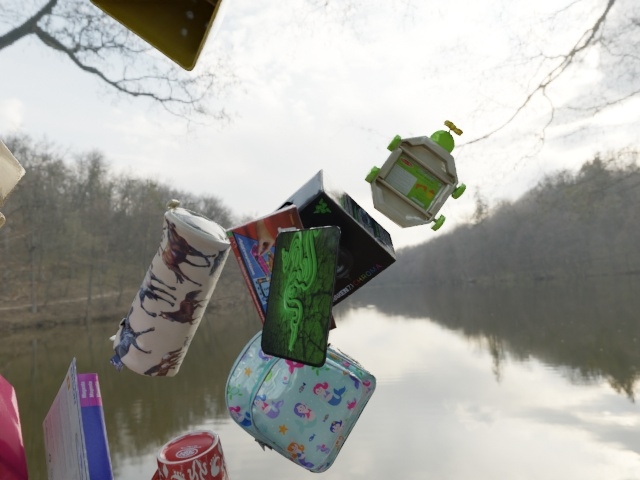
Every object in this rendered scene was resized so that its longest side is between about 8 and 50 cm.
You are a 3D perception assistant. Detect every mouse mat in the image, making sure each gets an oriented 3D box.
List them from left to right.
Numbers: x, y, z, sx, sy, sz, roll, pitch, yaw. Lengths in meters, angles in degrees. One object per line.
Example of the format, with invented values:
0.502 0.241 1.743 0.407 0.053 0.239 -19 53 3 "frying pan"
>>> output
-0.032 0.075 0.670 0.007 0.189 0.153 16 -13 -38 "mouse mat"

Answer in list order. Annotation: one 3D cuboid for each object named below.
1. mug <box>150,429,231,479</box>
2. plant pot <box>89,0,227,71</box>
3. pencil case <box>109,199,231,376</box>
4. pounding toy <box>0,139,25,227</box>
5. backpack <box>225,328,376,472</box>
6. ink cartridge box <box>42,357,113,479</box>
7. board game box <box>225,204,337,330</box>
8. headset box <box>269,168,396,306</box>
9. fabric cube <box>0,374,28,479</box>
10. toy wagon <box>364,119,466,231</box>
-0.195 0.386 0.692 0.150 0.169 0.113 -12 7 -22 "mug"
-0.240 -0.473 0.826 0.212 0.187 0.212 35 -45 -10 "plant pot"
-0.349 0.118 1.096 0.184 0.410 0.160 25 14 -5 "pencil case"
-0.456 -0.059 0.546 0.181 0.094 0.206 -4 -43 8 "pounding toy"
-0.048 0.283 0.885 0.253 0.225 0.191 32 -9 7 "backpack"
-0.418 0.420 0.835 0.071 0.324 0.330 2 -37 -40 "ink cartridge box"
-0.074 0.083 0.955 0.145 0.281 0.027 -22 19 -10 "board game box"
0.000 0.000 1.170 0.246 0.283 0.131 -38 25 21 "headset box"
-0.715 0.337 0.818 0.259 0.258 0.254 -26 45 -21 "fabric cube"
0.305 -0.203 1.409 0.267 0.344 0.068 36 -8 -5 "toy wagon"
